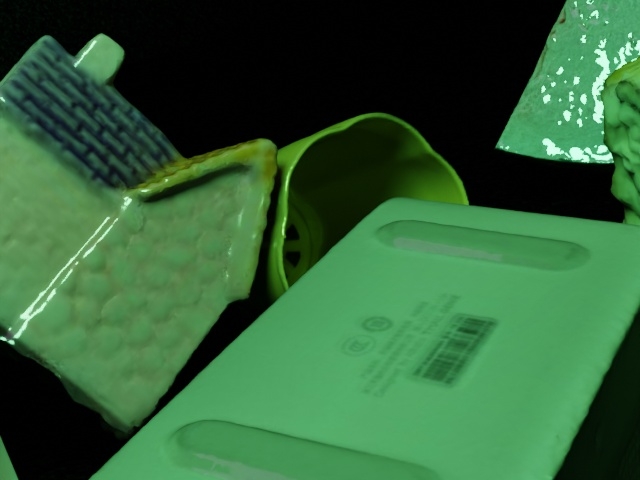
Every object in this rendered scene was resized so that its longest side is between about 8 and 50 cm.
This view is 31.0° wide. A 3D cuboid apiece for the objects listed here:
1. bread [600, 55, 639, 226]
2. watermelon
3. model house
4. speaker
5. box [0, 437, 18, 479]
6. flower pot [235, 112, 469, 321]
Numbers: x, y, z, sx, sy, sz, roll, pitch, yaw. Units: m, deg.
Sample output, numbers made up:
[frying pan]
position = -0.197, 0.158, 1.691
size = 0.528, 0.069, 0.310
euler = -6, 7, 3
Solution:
[bread]
position = 0.376, -0.011, 0.640
size = 0.264, 0.239, 0.395
euler = -22, 19, -19
[watermelon]
position = 0.331, -0.206, 1.186
size = 0.387, 0.258, 0.228
euler = -30, 23, -31
[model house]
position = -0.177, -0.015, 0.888
size = 0.237, 0.237, 0.202
euler = -52, 13, -14
[speaker]
position = 0.056, 0.122, 0.592
size = 0.184, 0.183, 0.406
euler = 4, 26, 27
[box]
position = -0.340, 0.138, 0.799
size = 0.212, 0.168, 0.095
euler = -5, 28, 21
[flower pot]
position = 0.000, 0.000, 0.967
size = 0.195, 0.195, 0.179
euler = -26, 12, -32
